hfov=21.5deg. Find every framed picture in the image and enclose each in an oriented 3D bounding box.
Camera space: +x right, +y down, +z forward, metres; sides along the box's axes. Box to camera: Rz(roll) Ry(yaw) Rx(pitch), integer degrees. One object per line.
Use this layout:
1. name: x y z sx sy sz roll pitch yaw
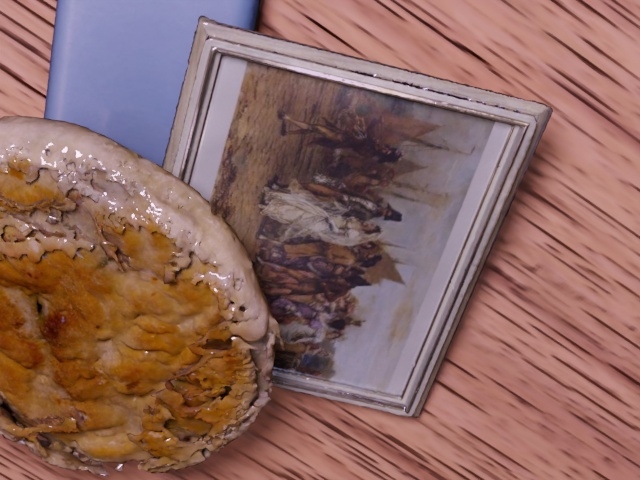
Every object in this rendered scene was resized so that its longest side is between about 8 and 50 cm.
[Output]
1. framed picture: 0.000 0.000 1.036 0.217 0.017 0.274 12 130 -6

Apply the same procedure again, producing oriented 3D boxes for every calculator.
1. calculator: -0.101 -0.111 1.007 0.121 0.039 0.210 9 118 -4

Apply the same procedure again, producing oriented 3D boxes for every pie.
1. pie: -0.153 0.042 1.050 0.274 0.055 0.274 11 129 14
